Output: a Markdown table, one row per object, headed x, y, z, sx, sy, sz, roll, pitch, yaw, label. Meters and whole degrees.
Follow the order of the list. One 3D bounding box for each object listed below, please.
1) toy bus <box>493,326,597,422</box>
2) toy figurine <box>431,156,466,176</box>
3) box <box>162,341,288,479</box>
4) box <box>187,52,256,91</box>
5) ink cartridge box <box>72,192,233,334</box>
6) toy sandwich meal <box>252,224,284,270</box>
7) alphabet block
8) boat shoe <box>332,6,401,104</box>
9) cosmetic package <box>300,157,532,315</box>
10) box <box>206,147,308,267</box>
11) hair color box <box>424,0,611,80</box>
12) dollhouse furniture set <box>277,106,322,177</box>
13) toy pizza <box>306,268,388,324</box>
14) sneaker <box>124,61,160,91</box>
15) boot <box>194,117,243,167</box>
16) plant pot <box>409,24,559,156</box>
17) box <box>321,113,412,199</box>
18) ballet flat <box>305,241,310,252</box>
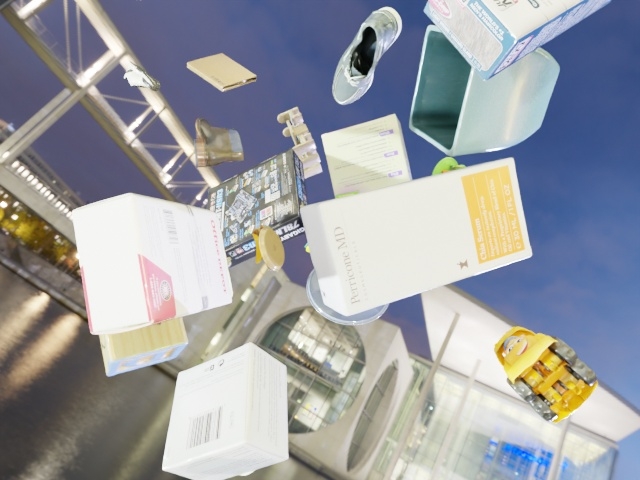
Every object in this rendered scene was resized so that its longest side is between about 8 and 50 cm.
| x | y | z | sx | sy | sz | roll | pitch | yaw | label |
| --- | --- | --- | --- | --- | --- | --- | --- | --- | --- |
| 0.485 | 0.274 | 0.964 | 0.220 | 0.149 | 0.211 | 41 | 8 | -26 | toy bus |
| 0.450 | -0.176 | 1.250 | 0.159 | 0.173 | 0.130 | 27 | -60 | 50 | toy figurine |
| -0.165 | 0.313 | 0.755 | 0.181 | 0.182 | 0.119 | -26 | -49 | 18 | box |
| -0.361 | -0.622 | 1.529 | 0.201 | 0.164 | 0.021 | 38 | -39 | 21 | box |
| -0.288 | 0.042 | 0.769 | 0.117 | 0.207 | 0.283 | -13 | -5 | 12 | ink cartridge box |
| -0.091 | 0.014 | 0.711 | 0.029 | 0.085 | 0.085 | -16 | -44 | 20 | toy sandwich meal |
| -0.497 | 0.235 | 1.146 | 0.192 | 0.193 | 0.197 | -44 | -119 | 49 | alphabet block |
| 0.099 | -0.485 | 1.144 | 0.116 | 0.099 | 0.319 | 44 | -33 | -1 | boat shoe |
| 0.210 | -0.019 | 0.910 | 0.161 | 0.453 | 0.230 | -175 | -110 | -74 | cosmetic package |
| -0.179 | -0.088 | 1.136 | 0.293 | 0.295 | 0.073 | -25 | -46 | 16 | box |
| 0.370 | -0.440 | 0.714 | 0.174 | 0.347 | 0.105 | 54 | -16 | 9 | hair color box |
| -0.107 | -0.352 | 1.641 | 0.242 | 0.161 | 0.212 | 67 | 1 | -55 | dollhouse furniture set |
| 0.067 | 0.121 | 1.000 | 0.201 | 0.201 | 0.032 | 25 | -41 | 16 | toy pizza |
| -0.398 | -0.355 | 0.928 | 0.109 | 0.043 | 0.040 | 40 | 11 | 26 | sneaker |
| -0.242 | -0.233 | 0.990 | 0.106 | 0.219 | 0.082 | -2 | -53 | -13 | boot |
| 0.390 | -0.352 | 0.976 | 0.252 | 0.247 | 0.247 | -2 | -59 | -13 | plant pot |
| 0.142 | -0.205 | 1.191 | 0.214 | 0.242 | 0.117 | -12 | 1 | 17 | box |
| 0.000 | 0.000 | 1.380 | 0.077 | 0.077 | 0.231 | 43 | -20 | 7 | ballet flat |
